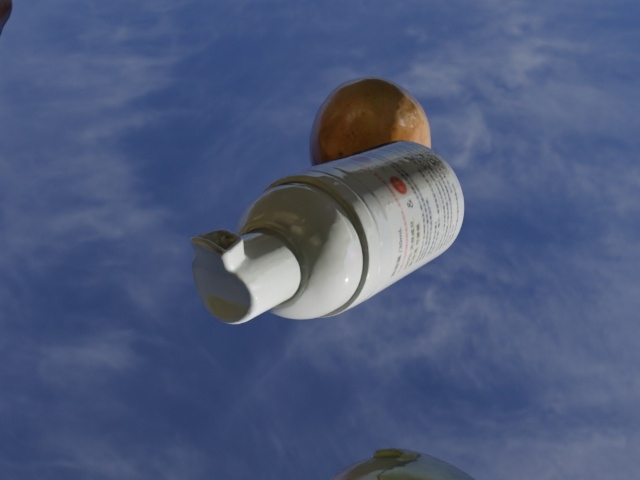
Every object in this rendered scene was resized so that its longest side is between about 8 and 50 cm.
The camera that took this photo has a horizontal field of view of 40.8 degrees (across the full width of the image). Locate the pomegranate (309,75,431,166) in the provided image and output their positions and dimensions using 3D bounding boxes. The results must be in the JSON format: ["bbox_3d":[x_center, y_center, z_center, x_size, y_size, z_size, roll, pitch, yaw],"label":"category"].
[{"bbox_3d":[0.074,-0.144,1.241,0.191,0.191,0.191,-2,-134,2],"label":"pomegranate"}]

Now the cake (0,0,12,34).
[{"bbox_3d":[-0.271,-0.202,0.464,0.198,0.293,0.196,-53,-134,1],"label":"cake"}]

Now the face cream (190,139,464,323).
[{"bbox_3d":[0.000,0.000,0.842,0.145,0.145,0.370,27,-152,26],"label":"face cream"}]

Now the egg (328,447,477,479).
[{"bbox_3d":[0.058,0.228,0.507,0.183,0.183,0.217,-4,-136,-1],"label":"egg"}]
